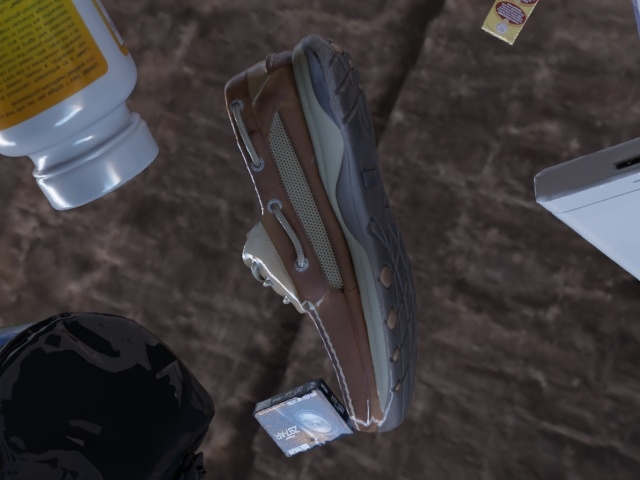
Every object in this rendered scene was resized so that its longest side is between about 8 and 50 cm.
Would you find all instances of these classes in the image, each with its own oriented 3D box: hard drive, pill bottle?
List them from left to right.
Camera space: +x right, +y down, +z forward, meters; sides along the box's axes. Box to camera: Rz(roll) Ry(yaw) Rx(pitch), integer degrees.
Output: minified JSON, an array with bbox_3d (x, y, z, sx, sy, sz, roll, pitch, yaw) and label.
[{"bbox_3d":[-0.232,-0.153,1.029,0.246,0.136,0.136,62,161,-19],"label":"pill bottle"},{"bbox_3d":[0.438,-0.025,1.498,0.233,0.047,0.353,-19,148,33],"label":"hard drive"}]

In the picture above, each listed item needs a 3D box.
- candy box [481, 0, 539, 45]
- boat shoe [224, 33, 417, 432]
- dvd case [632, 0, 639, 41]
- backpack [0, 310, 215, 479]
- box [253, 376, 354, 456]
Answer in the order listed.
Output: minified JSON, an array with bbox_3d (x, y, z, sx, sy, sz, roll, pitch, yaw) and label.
[{"bbox_3d":[0.280,-0.354,1.652,0.053,0.187,0.109,29,-141,3],"label":"candy box"},{"bbox_3d":[0.000,0.000,1.058,0.116,0.324,0.123,-14,176,16],"label":"boat shoe"},{"bbox_3d":[0.508,-0.258,1.669,0.221,0.018,0.164,24,154,37],"label":"dvd case"},{"bbox_3d":[-0.299,0.202,0.967,0.273,0.355,0.290,45,-159,1],"label":"backpack"},{"bbox_3d":[-0.016,0.181,1.311,0.083,0.018,0.067,-24,115,26],"label":"box"}]
